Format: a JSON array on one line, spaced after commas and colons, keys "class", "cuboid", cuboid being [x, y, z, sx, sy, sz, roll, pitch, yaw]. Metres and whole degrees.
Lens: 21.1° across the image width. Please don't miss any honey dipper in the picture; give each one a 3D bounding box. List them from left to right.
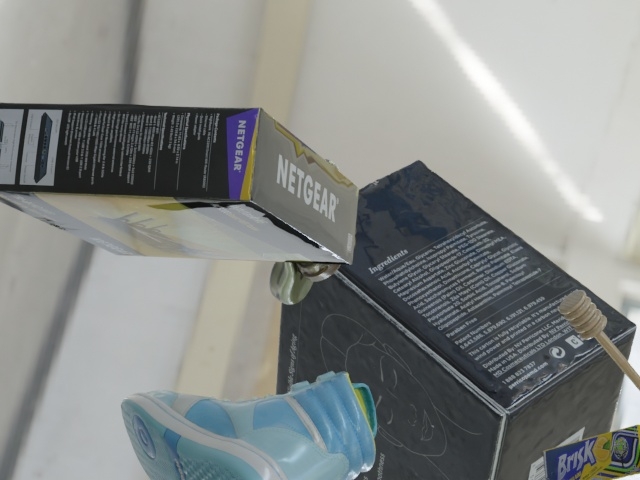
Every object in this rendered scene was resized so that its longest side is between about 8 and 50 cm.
[{"class": "honey dipper", "cuboid": [0.280, 0.112, 1.587, 0.030, 0.161, 0.030, -38, -163, 14]}]

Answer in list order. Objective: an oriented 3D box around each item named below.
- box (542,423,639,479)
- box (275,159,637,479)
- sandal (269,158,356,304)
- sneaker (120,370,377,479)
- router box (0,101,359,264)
[{"class": "box", "cuboid": [0.320, 0.246, 1.898, 0.169, 0.059, 0.054, -29, -121, 55]}, {"class": "box", "cuboid": [0.185, 0.223, 2.644, 0.297, 0.472, 0.480, -29, 142, -32]}, {"class": "sandal", "cuboid": [0.001, -0.001, 1.997, 0.120, 0.086, 0.303, -55, 169, -18]}, {"class": "sneaker", "cuboid": [-0.062, 0.203, 1.808, 0.319, 0.208, 0.127, 21, -48, 52]}, {"class": "router box", "cuboid": [-0.122, -0.045, 1.511, 0.309, 0.243, 0.081, 32, 61, -70]}]
